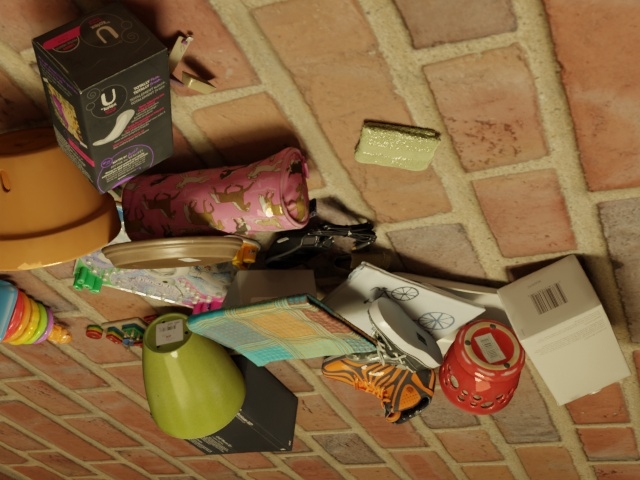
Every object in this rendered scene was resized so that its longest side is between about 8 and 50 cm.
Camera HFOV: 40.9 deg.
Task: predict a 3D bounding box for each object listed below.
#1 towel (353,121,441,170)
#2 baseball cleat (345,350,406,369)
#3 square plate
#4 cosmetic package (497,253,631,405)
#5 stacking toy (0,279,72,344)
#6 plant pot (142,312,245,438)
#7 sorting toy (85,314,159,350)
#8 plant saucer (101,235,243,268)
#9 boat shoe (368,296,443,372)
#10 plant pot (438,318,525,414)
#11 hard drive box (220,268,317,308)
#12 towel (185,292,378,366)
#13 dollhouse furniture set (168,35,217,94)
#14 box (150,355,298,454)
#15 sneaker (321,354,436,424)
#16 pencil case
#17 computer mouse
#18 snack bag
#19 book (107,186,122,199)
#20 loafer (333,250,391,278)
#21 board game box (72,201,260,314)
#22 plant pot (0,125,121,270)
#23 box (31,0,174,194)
[{"bbox_3d":[0.142,-0.173,1.601,0.148,0.027,0.110,10,147,-4],"label":"towel"},{"bbox_3d":[0.173,0.316,2.308,0.205,0.072,0.109,-10,133,25],"label":"baseball cleat"},{"bbox_3d":[0.294,0.181,2.106,0.347,0.049,0.344,10,147,-4],"label":"square plate"},{"bbox_3d":[0.564,0.216,1.966,0.197,0.155,0.365,-26,140,11],"label":"cosmetic package"},{"bbox_3d":[-0.784,0.223,2.307,0.175,0.166,0.302,3,162,36],"label":"stacking toy"},{"bbox_3d":[-0.369,0.337,2.304,0.274,0.275,0.293,-1,136,13],"label":"plant pot"},{"bbox_3d":[-0.521,0.271,2.406,0.274,0.046,0.132,-11,143,26],"label":"sorting toy"},{"bbox_3d":[-0.290,0.026,1.694,0.277,0.041,0.278,-4,174,-1],"label":"plant saucer"},{"bbox_3d":[0.175,0.230,1.990,0.105,0.113,0.306,-27,146,20],"label":"boat shoe"},{"bbox_3d":[0.393,0.295,2.052,0.191,0.191,0.174,9,141,-2],"label":"plant pot"},{"bbox_3d":[-0.127,0.150,2.028,0.181,0.089,0.232,0,156,-17],"label":"hard drive box"},{"bbox_3d":[-0.092,0.209,1.933,0.370,0.040,0.271,-13,145,38],"label":"towel"},{"bbox_3d":[-0.226,-0.311,1.474,0.114,0.091,0.081,14,112,-53],"label":"dollhouse furniture set"},{"bbox_3d":[-0.282,0.507,2.606,0.312,0.179,0.343,-7,145,23],"label":"box"},{"bbox_3d":[0.154,0.404,2.358,0.321,0.180,0.125,-1,147,12],"label":"sneaker"},{"bbox_3d":[-0.206,-0.080,1.687,0.386,0.160,0.167,-8,169,22],"label":"pencil case"},{"bbox_3d":[0.000,0.000,1.883,0.184,0.060,0.262,4,159,-35],"label":"computer mouse"},{"bbox_3d":[0.160,0.170,2.036,0.342,0.037,0.323,20,145,-21],"label":"snack bag"},{"bbox_3d":[-0.496,-0.129,1.794,0.096,0.035,0.144,-12,140,24],"label":"book"},{"bbox_3d":[0.090,0.054,1.939,0.148,0.056,0.050,-16,147,31],"label":"loafer"},{"bbox_3d":[-0.382,0.065,2.053,0.390,0.050,0.390,16,147,-14],"label":"board game box"},{"bbox_3d":[-0.543,-0.093,1.629,0.290,0.291,0.204,-1,114,13],"label":"plant pot"},{"bbox_3d":[-0.354,-0.234,1.434,0.143,0.165,0.270,46,153,20],"label":"box"}]
